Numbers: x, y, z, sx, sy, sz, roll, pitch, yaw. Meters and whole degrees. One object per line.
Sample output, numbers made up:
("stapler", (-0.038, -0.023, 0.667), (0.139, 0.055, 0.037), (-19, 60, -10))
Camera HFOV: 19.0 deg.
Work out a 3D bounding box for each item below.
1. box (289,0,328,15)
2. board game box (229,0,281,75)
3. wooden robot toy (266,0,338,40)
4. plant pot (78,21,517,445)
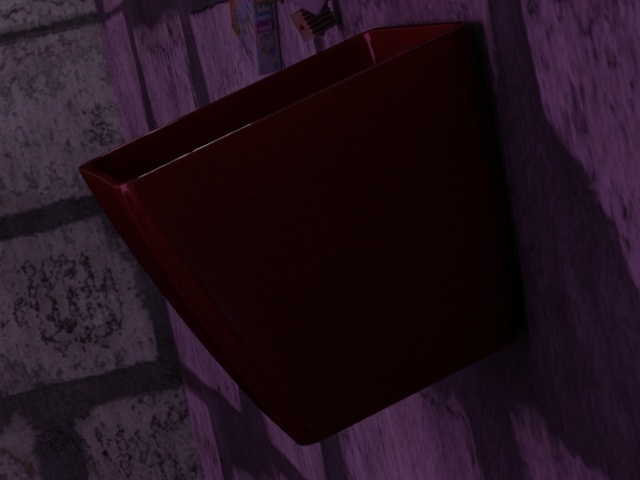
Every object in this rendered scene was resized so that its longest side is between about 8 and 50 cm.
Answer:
("box", (-0.047, -0.267, 1.459), (0.091, 0.170, 0.130), (-63, 2, -15))
("board game box", (-0.073, -0.263, 1.985), (0.103, 0.026, 0.154), (-118, 18, -49))
("wooden robot toy", (-0.026, -0.261, 1.667), (0.079, 0.076, 0.173), (-3, 102, 67))
("plant pot", (0.000, 0.000, 1.427), (0.235, 0.267, 0.267), (66, 170, -10))
